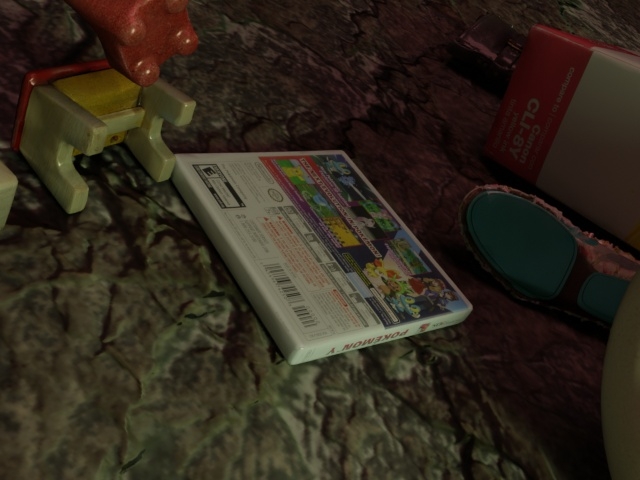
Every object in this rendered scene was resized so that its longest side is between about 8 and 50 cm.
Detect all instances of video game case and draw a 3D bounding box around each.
[{"bbox_3d":[0.000,0.000,0.620,0.184,0.023,0.201,-7,49,-40],"label":"video game case"}]

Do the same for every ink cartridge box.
[{"bbox_3d":[0.403,-0.066,0.786,0.279,0.160,0.385,3,27,-35],"label":"ink cartridge box"}]

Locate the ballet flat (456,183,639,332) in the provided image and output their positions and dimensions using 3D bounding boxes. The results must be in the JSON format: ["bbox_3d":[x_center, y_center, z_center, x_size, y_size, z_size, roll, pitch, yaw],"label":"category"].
[{"bbox_3d":[0.223,0.026,0.715,0.241,0.091,0.077,31,5,-6],"label":"ballet flat"}]

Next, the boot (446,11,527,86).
[{"bbox_3d":[0.313,-0.247,1.086,0.229,0.091,0.263,41,39,14],"label":"boot"}]

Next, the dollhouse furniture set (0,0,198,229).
[{"bbox_3d":[-0.234,-0.108,0.430,0.152,0.201,0.374,42,38,16],"label":"dollhouse furniture set"}]

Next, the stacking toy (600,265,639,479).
[{"bbox_3d":[0.461,0.102,0.518,0.480,0.350,0.350,-6,49,-35],"label":"stacking toy"}]
